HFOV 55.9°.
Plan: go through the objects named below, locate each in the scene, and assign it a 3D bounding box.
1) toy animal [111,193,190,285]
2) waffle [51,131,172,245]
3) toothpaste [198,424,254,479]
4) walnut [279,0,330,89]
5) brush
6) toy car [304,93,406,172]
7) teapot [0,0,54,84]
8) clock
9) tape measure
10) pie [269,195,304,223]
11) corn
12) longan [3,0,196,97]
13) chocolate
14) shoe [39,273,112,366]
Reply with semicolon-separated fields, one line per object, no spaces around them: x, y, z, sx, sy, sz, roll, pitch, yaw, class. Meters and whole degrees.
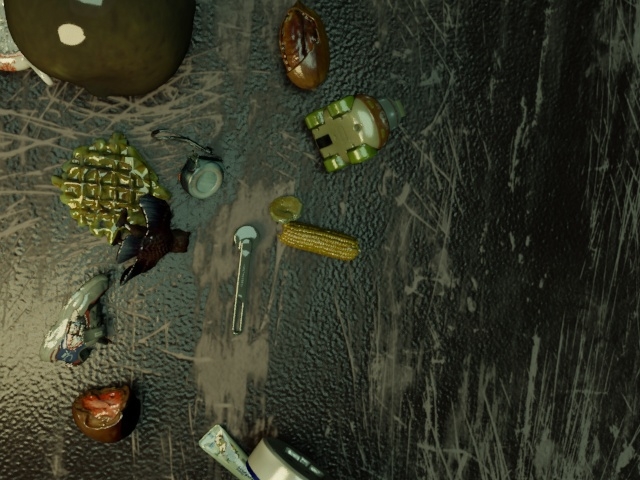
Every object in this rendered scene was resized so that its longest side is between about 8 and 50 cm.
-0.366;0.009;1.328;0.179;0.116;0.219;8;111;-34;toy animal
-0.470;-0.115;1.342;0.204;0.054;0.223;-39;103;-7;waffle
-0.186;0.553;1.463;0.067;0.037;0.255;-44;98;-7;toothpaste
-0.037;-0.452;1.396;0.115;0.116;0.207;-7;95;-13;walnut
-0.188;0.095;1.441;0.062;0.027;0.266;6;96;-13;brush
0.103;-0.271;1.394;0.235;0.235;0.145;-26;100;-10;toy car
-0.642;-0.425;1.256;0.245;0.116;0.159;45;71;-9;teapot
-0.059;0.549;1.391;0.230;0.230;0.083;38;81;-13;clock
-0.309;-0.178;1.388;0.179;0.104;0.107;35;111;20;tape measure
-0.080;-0.075;1.436;0.084;0.020;0.085;-3;54;4;pie
0.000;0.000;1.453;0.207;0.068;0.068;15;90;-10;corn
-0.424;-0.447;1.182;0.360;0.361;0.362;-1;94;-13;longan
-0.481;0.381;1.343;0.133;0.124;0.128;17;94;17;chocolate
-0.512;0.187;1.326;0.125;0.099;0.228;33;91;-5;shoe
